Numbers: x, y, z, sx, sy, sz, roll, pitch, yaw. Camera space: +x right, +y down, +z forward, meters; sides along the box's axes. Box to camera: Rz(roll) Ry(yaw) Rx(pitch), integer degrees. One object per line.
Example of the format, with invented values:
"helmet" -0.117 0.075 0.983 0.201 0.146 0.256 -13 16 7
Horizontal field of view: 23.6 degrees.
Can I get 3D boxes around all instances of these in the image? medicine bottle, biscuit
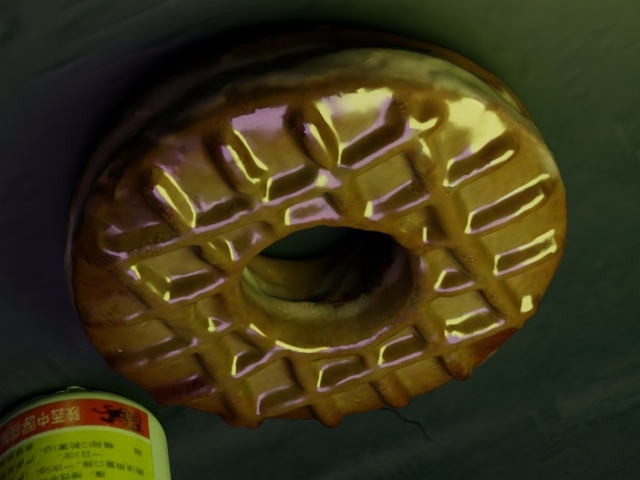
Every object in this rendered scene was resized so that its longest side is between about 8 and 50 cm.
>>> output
"medicine bottle" -0.171 0.231 1.108 0.139 0.225 0.139 -7 138 -6
"biscuit" 0.000 0.000 0.992 0.332 0.103 0.332 -5 137 -5
